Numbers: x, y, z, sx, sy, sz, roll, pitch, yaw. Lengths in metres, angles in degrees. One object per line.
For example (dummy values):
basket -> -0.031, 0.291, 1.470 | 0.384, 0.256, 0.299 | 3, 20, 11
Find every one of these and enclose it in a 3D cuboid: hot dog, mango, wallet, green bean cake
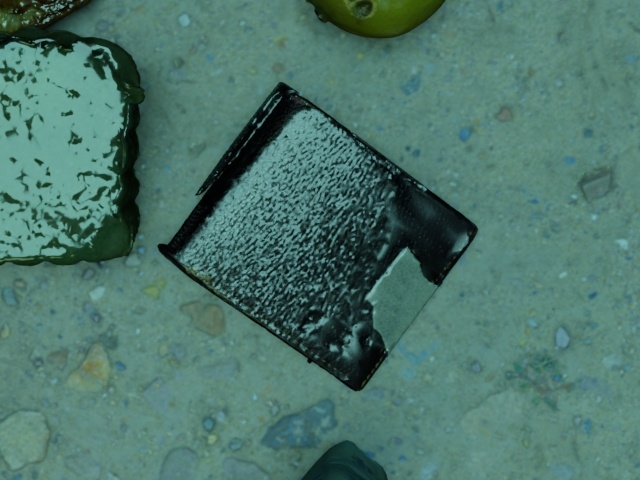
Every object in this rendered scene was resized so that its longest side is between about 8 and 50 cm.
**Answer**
hot dog -> -0.290, -0.264, 1.097 | 0.147, 0.065, 0.099 | -27, 106, -1
mango -> 0.059, -0.329, 1.070 | 0.167, 0.130, 0.262 | -2, 87, -3
wallet -> 0.000, 0.000, 1.111 | 0.262, 0.071, 0.221 | 36, 90, -9
green bean cake -> -0.278, -0.093, 1.060 | 0.222, 0.125, 0.227 | 0, 103, -3

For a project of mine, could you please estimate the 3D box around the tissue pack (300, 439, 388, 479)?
tissue pack -> -0.011, 0.288, 1.019 | 0.089, 0.263, 0.177 | 40, 90, 1
